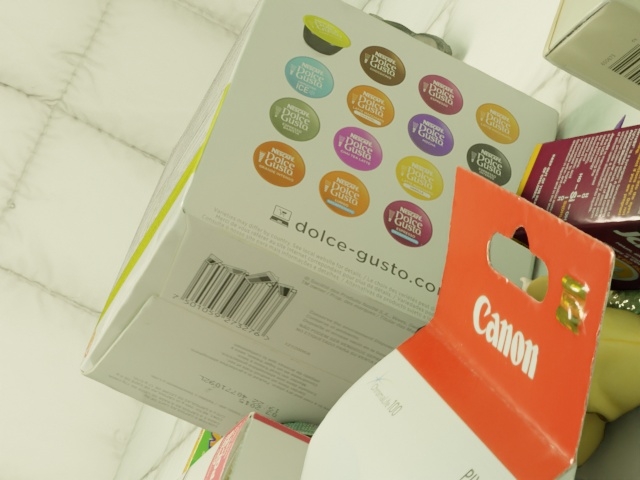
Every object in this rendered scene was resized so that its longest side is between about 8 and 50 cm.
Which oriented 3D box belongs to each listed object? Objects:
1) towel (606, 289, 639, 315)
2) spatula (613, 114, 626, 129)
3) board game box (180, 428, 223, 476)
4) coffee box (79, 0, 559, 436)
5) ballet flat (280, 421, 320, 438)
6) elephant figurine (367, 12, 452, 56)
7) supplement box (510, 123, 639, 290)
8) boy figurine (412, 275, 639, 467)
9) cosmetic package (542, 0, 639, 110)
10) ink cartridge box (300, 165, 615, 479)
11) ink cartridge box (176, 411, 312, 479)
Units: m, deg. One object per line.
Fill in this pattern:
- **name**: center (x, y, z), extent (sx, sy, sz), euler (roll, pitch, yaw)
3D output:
- **towel**: center (0.236, 0.031, 1.115), extent (0.110, 0.027, 0.148), euler (-66, 12, -16)
- **spatula**: center (0.212, 0.023, 1.212), extent (0.084, 0.030, 0.296), euler (89, -162, -71)
- **board game box**: center (-0.122, 0.325, 1.813), extent (0.259, 0.124, 0.039), euler (-66, 11, -12)
- **coffee box**: center (0.000, 0.000, 1.449), extent (0.338, 0.337, 0.334), euler (-52, 16, 50)
- **ballet flat**: center (-0.006, 0.217, 1.369), extent (0.079, 0.221, 0.077), euler (8, -98, -62)
- **elephant figurine**: center (0.081, -0.193, 2.031), extent (0.186, 0.169, 0.239), euler (-20, -54, -64)
- **supplement box**: center (0.229, -0.021, 0.993), extent (0.188, 0.104, 0.081), euler (-6, 58, 65)
- **boy figurine**: center (0.163, 0.110, 1.066), extent (0.285, 0.092, 0.177), euler (-19, 56, 66)
- **cosmetic package**: center (0.304, -0.253, 1.110), extent (0.113, 0.160, 0.309), euler (-42, 23, 63)
- **ink cartridge box**: center (0.070, 0.153, 0.985), extent (0.308, 0.091, 0.385), euler (-134, 53, -72)
- **ink cartridge box**: center (-0.044, 0.291, 1.328), extent (0.283, 0.207, 0.117), euler (-46, 21, 56)
